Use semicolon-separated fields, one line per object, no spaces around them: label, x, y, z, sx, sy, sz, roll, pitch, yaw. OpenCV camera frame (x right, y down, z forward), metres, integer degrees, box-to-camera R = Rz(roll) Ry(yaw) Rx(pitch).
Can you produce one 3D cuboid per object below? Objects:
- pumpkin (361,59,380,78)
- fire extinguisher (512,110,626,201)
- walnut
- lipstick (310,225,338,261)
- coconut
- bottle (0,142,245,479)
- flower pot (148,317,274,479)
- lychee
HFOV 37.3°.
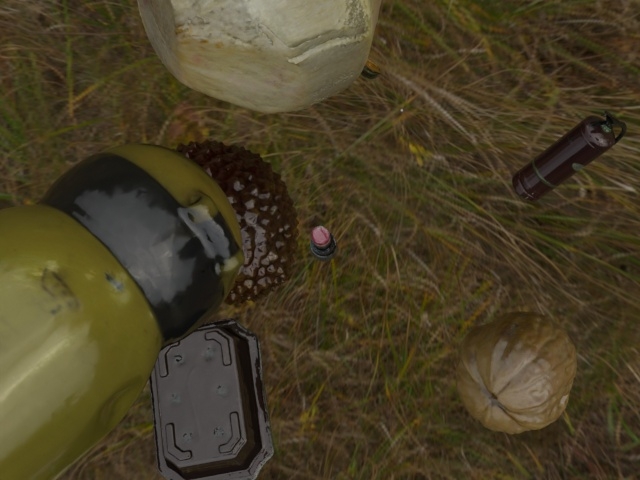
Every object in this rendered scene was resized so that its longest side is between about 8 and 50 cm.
pumpkin;0.091;-0.329;1.831;0.050;0.083;0.028;33;113;-3
fire extinguisher;0.288;-0.099;1.070;0.157;0.078;0.045;-44;60;46
walnut;0.324;0.213;1.565;0.213;0.213;0.213;1;98;5
lipstick;0.000;0.000;1.717;0.053;0.234;0.053;0;83;4
coconut;-0.072;-0.345;1.320;0.353;0.352;0.352;1;98;5
bottle;-0.196;0.070;0.610;0.351;0.171;0.171;-41;93;-30
flower pot;-0.172;0.234;1.399;0.179;0.084;0.250;-11;70;3
lychee;-0.155;-0.024;1.440;0.268;0.267;0.267;1;98;5
